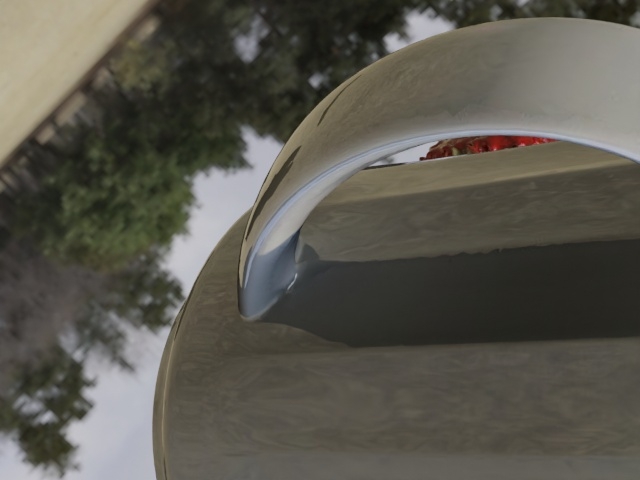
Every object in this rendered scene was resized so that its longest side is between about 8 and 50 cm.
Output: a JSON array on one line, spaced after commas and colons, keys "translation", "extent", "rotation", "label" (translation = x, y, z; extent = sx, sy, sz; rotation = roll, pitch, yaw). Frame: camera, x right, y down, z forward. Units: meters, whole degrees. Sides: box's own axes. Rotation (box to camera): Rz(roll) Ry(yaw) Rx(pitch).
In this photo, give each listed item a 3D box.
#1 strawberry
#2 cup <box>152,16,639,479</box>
[{"translation": [0.190, -0.091, 1.330], "extent": [0.208, 0.167, 0.087], "rotation": [-55, 157, -55], "label": "strawberry"}, {"translation": [0.086, 0.051, 0.522], "extent": [0.327, 0.323, 0.236], "rotation": [-6, -130, 42], "label": "cup"}]
